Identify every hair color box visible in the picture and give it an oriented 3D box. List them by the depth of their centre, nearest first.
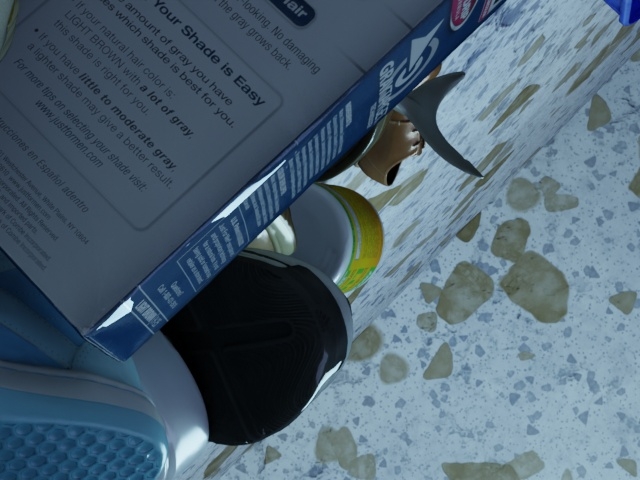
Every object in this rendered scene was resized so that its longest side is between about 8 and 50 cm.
[{"bbox_3d":[-0.050,-0.114,0.598,0.347,0.174,0.105,-44,169,-9],"label":"hair color box"}]

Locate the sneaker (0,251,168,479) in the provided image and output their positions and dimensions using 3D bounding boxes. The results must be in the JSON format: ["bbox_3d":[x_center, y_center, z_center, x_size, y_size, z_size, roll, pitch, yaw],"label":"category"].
[{"bbox_3d":[-0.247,0.041,0.607,0.127,0.208,0.319,-45,133,19],"label":"sneaker"}]

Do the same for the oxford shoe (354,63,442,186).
[{"bbox_3d":[0.107,-0.147,1.277,0.076,0.076,0.212,-35,163,-37],"label":"oxford shoe"}]

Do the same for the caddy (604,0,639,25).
[{"bbox_3d":[0.439,-0.401,1.318,0.241,0.179,0.341,-49,168,9],"label":"caddy"}]

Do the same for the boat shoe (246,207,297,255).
[{"bbox_3d":[-0.087,-0.055,0.879,0.110,0.121,0.341,-10,167,1],"label":"boat shoe"}]

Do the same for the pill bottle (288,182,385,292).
[{"bbox_3d":[0.000,0.000,1.243,0.136,0.136,0.246,-48,168,12],"label":"pill bottle"}]

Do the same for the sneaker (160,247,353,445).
[{"bbox_3d":[-0.052,0.066,0.964,0.258,0.169,0.447,-24,180,-34],"label":"sneaker"}]

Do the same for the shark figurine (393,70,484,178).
[{"bbox_3d":[0.056,-0.153,0.752,0.166,0.116,0.278,-13,137,-11],"label":"shark figurine"}]

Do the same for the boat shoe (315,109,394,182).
[{"bbox_3d":[0.053,-0.171,0.918,0.104,0.111,0.307,-34,164,-40],"label":"boat shoe"}]

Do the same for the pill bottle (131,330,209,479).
[{"bbox_3d":[-0.282,0.207,0.746,0.408,0.229,0.229,-36,165,-38],"label":"pill bottle"}]

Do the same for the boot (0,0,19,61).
[{"bbox_3d":[-0.155,-0.099,0.386,0.213,0.077,0.165,-80,-165,-45],"label":"boot"}]
